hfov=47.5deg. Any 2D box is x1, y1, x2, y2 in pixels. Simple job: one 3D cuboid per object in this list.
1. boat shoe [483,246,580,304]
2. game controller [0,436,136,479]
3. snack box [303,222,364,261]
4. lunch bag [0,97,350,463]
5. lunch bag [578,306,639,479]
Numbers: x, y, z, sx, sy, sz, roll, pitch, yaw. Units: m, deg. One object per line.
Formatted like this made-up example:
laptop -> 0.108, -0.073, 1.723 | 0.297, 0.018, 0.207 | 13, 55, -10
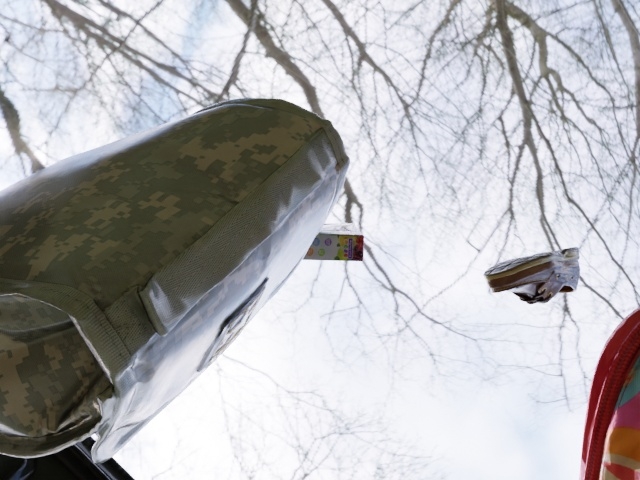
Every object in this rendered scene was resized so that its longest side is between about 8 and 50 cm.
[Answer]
boat shoe -> 0.260, 0.046, 0.865 | 0.064, 0.178, 0.060 | -14, -95, 45
game controller -> -0.228, 0.329, 0.771 | 0.319, 0.166, 0.067 | 42, -57, 7
snack box -> 0.000, 0.000, 0.952 | 0.100, 0.141, 0.037 | 0, -83, -3
lunch bag -> -0.134, 0.022, 0.499 | 0.287, 0.235, 0.169 | -11, -66, 41
lunch bag -> 0.217, 0.171, 0.358 | 0.120, 0.258, 0.293 | 21, -69, 57
